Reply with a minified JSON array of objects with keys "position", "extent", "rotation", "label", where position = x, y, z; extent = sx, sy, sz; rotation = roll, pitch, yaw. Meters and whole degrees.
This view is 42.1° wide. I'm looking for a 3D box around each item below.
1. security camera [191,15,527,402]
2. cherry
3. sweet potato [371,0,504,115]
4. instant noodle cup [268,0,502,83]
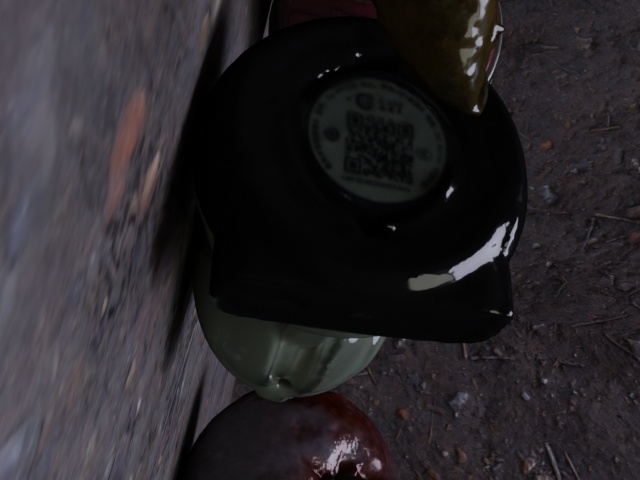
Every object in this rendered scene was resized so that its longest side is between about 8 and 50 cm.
[{"position":[0.000,0.000,0.569],"extent":[0.277,0.197,0.191],"rotation":[120,-26,-61],"label":"security camera"},{"position":[-0.045,0.359,1.031],"extent":[0.334,0.292,0.326],"rotation":[-62,-154,20],"label":"cherry"},{"position":[0.053,-0.260,0.287],"extent":[0.130,0.131,0.422],"rotation":[-97,-167,-83],"label":"sweet potato"},{"position":[0.056,-0.220,0.689],"extent":[0.255,0.244,0.243],"rotation":[74,28,-81],"label":"instant noodle cup"}]
